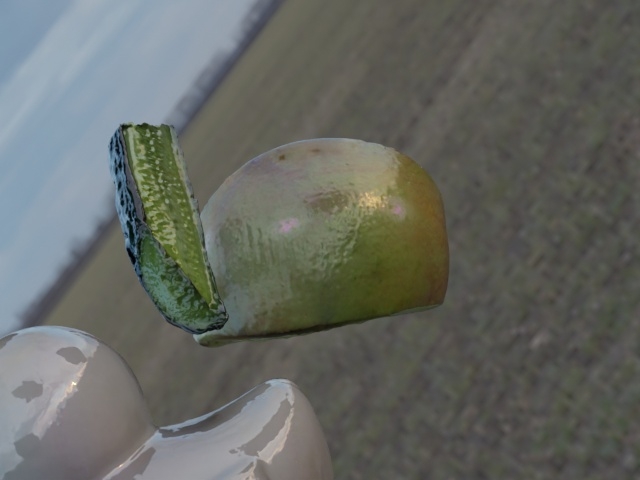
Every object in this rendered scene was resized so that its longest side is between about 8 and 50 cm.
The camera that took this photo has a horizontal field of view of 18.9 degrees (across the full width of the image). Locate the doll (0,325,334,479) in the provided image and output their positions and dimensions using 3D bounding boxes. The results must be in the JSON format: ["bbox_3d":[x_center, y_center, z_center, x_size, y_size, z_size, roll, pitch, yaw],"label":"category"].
[{"bbox_3d":[-0.123,0.141,1.185,0.251,0.221,0.221,-21,1,-8],"label":"doll"}]

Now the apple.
[{"bbox_3d":[0.000,0.000,1.864,0.265,0.193,0.120,-8,7,-8],"label":"apple"}]

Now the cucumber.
[{"bbox_3d":[-0.128,-0.018,1.482,0.046,0.070,0.220,-38,46,20],"label":"cucumber"}]
